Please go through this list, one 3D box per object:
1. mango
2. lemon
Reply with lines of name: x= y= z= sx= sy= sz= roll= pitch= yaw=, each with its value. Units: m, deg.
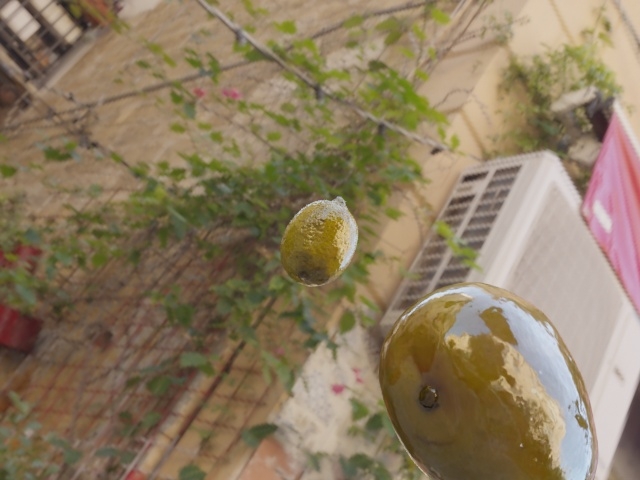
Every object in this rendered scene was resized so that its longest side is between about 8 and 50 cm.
mango: x=0.103 y=0.093 z=0.545 sx=0.092 sy=0.130 sz=0.195 roll=-23 pitch=-23 yaw=21
lemon: x=0.000 y=0.000 z=1.094 sx=0.082 sy=0.110 sz=0.082 roll=24 pitch=-22 yaw=10
